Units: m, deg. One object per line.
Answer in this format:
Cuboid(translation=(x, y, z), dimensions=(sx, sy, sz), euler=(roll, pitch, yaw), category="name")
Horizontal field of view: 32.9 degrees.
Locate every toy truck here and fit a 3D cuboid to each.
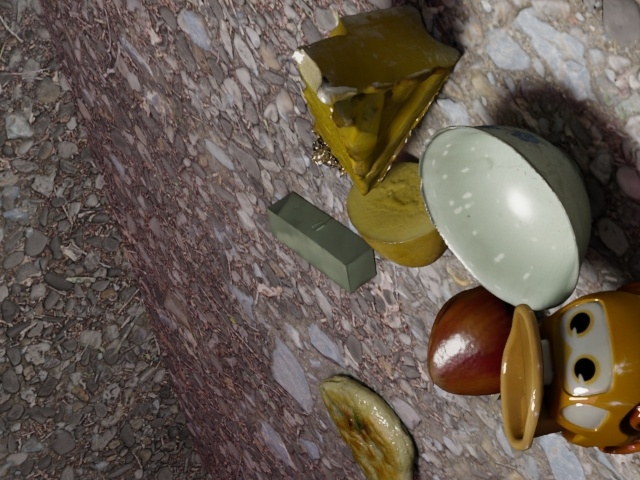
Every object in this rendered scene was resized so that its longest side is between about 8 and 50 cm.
Cuboid(translation=(0.378, 0.189, 1.530), dimensions=(0.288, 0.212, 0.204), euler=(99, 171, -63), category="toy truck")

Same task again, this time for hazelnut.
Cuboid(translation=(0.275, 0.182, 1.891), dimensions=(0.208, 0.208, 0.208), euler=(42, 151, 30), category="hazelnut")

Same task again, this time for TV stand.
Cuboid(translation=(0.000, 0.000, 2.323), dimensions=(0.269, 0.083, 0.088), euler=(35, 150, 37), category="TV stand")

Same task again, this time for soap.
Cuboid(translation=(0.025, -0.182, 1.711), dimensions=(0.169, 0.304, 0.338), euler=(51, 138, 19), category="soap")

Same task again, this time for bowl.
Cuboid(translation=(0.306, -0.064, 1.614), dimensions=(0.313, 0.146, 0.313), euler=(42, 153, 28), category="bowl")

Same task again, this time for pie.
Cuboid(translation=(0.113, 0.471, 2.674), dimensions=(0.337, 0.075, 0.337), euler=(41, 150, 30), category="pie")

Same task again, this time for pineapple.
Cuboid(translation=(0.038, -0.180, 1.974), dimensions=(0.176, 0.137, 0.161), euler=(50, 154, 14), category="pineapple")

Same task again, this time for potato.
Cuboid(translation=(0.157, -0.027, 1.928), dimensions=(0.203, 0.178, 0.158), euler=(3, 145, 23), category="potato")

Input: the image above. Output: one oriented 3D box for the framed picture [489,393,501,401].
Cuboid(translation=(0.311, 0.212, 2.082), dimensions=(0.150, 0.015, 0.203), euler=(46, 153, 21), category="framed picture")
